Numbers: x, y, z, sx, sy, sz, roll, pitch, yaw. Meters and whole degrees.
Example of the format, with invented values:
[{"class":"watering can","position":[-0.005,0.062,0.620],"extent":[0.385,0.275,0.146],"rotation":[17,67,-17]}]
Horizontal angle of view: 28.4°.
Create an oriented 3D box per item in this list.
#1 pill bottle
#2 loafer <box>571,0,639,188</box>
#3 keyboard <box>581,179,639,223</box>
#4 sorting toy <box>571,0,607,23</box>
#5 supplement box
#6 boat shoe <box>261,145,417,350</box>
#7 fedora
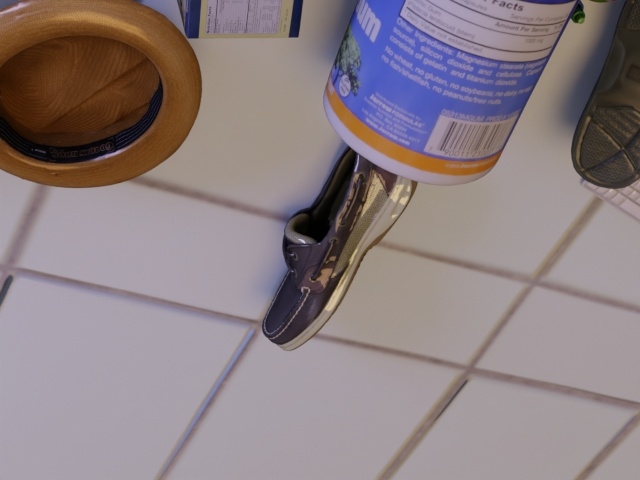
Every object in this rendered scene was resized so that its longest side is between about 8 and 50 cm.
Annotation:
[{"class":"pill bottle","position":[0.112,-0.188,0.930],"extent":[0.152,0.152,0.272],"rotation":[6,129,-21]},{"class":"loafer","position":[0.288,-0.170,1.060],"extent":[0.096,0.084,0.267],"rotation":[26,121,0]},{"class":"keyboard","position":[0.361,-0.025,1.242],"extent":[0.256,0.014,0.072],"rotation":[27,120,-33]},{"class":"sorting toy","position":[0.212,-0.205,1.016],"extent":[0.102,0.042,0.061],"rotation":[6,129,-21]},{"class":"supplement box","position":[-0.061,-0.192,0.923],"extent":[0.083,0.083,0.056],"rotation":[-3,132,-14]},{"class":"boat shoe","position":[0.001,0.000,1.126],"extent":[0.073,0.080,0.223],"rotation":[23,117,-25]},{"class":"fedora","position":[-0.184,-0.126,0.953],"extent":[0.194,0.079,0.194],"rotation":[-4,137,-4]}]
